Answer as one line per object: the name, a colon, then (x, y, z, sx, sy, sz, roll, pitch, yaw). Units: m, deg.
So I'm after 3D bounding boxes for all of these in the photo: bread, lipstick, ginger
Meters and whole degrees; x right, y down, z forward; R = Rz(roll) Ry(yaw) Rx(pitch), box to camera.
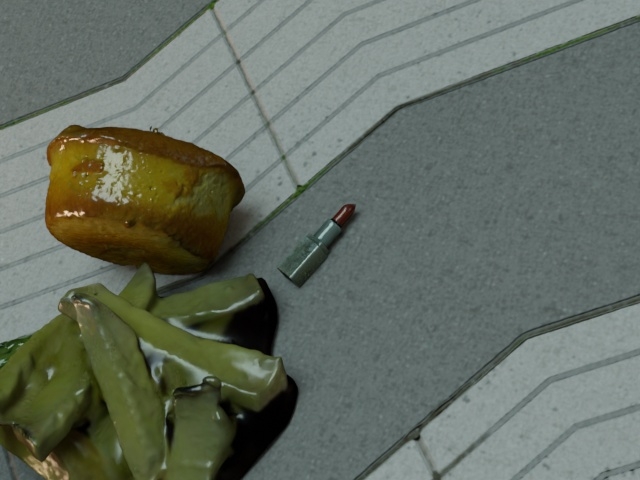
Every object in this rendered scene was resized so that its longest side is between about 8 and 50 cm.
bread: (-0.238, -0.051, 1.899, 0.268, 0.268, 0.146, 1, 68, 26)
lipstick: (0.001, 0.000, 1.885, 0.129, 0.030, 0.030, -48, 53, -7)
ginger: (-0.243, 0.185, 1.783, 0.413, 0.211, 0.358, -30, 55, 6)

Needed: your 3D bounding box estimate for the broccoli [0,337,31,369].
broccoli: (-0.464, 0.168, 1.980, 0.204, 0.122, 0.118, -15, 70, 0)
